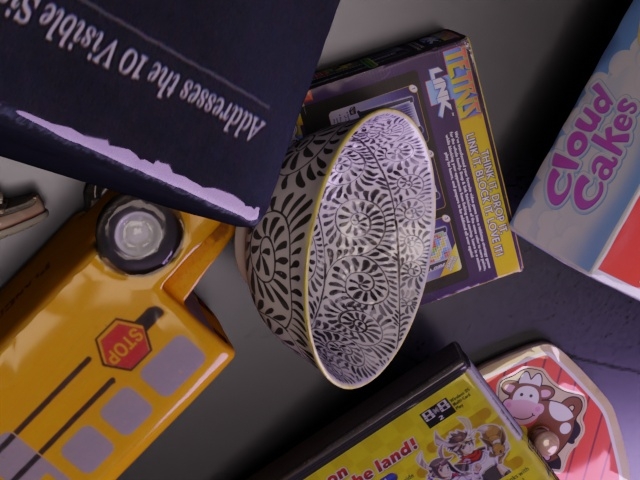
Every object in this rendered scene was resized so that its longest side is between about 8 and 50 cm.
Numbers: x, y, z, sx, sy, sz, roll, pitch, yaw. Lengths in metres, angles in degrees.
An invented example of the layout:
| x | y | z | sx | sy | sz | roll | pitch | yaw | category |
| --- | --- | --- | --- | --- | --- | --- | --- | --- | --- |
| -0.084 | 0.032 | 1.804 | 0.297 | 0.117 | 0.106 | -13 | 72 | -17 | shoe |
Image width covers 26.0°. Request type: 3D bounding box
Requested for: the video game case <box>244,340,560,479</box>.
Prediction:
| x | y | z | sx | sy | sz | roll | pitch | yaw | category |
| --- | --- | --- | --- | --- | --- | --- | --- | --- | --- |
| 0.053 | 0.241 | 0.995 | 0.275 | 0.035 | 0.248 | -34 | 110 | 7 | video game case |

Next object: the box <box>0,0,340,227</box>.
| x | y | z | sx | sy | sz | roll | pitch | yaw | category |
| --- | --- | --- | --- | --- | --- | --- | --- | --- | --- |
| -0.173 | -0.304 | 0.516 | 0.480 | 0.297 | 0.471 | 25 | 82 | -59 | box |

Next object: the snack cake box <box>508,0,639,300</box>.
| x | y | z | sx | sy | sz | roll | pitch | yaw | category |
| --- | --- | --- | --- | --- | --- | --- | --- | --- | --- |
| 0.262 | -0.084 | 0.932 | 0.152 | 0.089 | 0.264 | 23 | 98 | -40 | snack cake box |

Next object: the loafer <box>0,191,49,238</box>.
| x | y | z | sx | sy | sz | roll | pitch | yaw | category |
| --- | --- | --- | --- | --- | --- | --- | --- | --- | --- |
| -0.236 | -0.011 | 0.873 | 0.125 | 0.045 | 0.039 | -19 | 102 | -6 | loafer |

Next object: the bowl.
| x | y | z | sx | sy | sz | roll | pitch | yaw | category |
| --- | --- | --- | --- | --- | --- | --- | --- | --- | --- |
| 0.000 | 0.000 | 0.847 | 0.080 | 0.170 | 0.170 | 10 | 107 | 28 | bowl |

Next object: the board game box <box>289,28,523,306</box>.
| x | y | z | sx | sy | sz | roll | pitch | yaw | category |
| --- | --- | --- | --- | --- | --- | --- | --- | --- | --- |
| 0.048 | -0.040 | 0.933 | 0.141 | 0.048 | 0.170 | -19 | 109 | -11 | board game box |

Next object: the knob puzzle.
| x | y | z | sx | sy | sz | roll | pitch | yaw | category |
| --- | --- | --- | --- | --- | --- | --- | --- | --- | --- |
| 0.146 | 0.169 | 1.023 | 0.213 | 0.030 | 0.213 | -3 | 105 | -13 | knob puzzle |

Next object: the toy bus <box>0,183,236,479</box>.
| x | y | z | sx | sy | sz | roll | pitch | yaw | category |
| --- | --- | --- | --- | --- | --- | --- | --- | --- | --- |
| -0.171 | 0.090 | 0.879 | 0.332 | 0.108 | 0.130 | -46 | 111 | 1 | toy bus |
